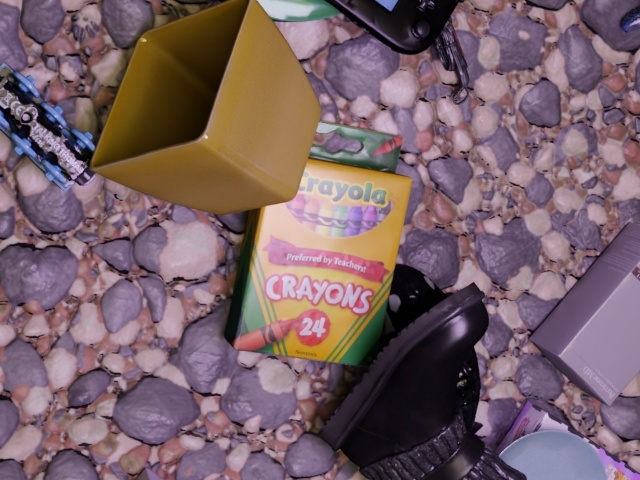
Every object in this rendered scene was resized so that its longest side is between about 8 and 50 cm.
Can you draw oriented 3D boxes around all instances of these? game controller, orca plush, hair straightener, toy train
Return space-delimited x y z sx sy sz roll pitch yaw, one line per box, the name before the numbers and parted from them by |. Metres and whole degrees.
game controller | 0.040 -0.375 1.604 0.319 0.067 0.166 34 89 -19
orca plush | 0.164 0.172 1.789 0.151 0.102 0.287 -12 102 -13
hair straightener | 0.155 -0.287 1.722 0.047 0.089 0.230 -13 109 15
toy train | -0.353 -0.138 1.594 0.184 0.105 0.080 46 79 -18

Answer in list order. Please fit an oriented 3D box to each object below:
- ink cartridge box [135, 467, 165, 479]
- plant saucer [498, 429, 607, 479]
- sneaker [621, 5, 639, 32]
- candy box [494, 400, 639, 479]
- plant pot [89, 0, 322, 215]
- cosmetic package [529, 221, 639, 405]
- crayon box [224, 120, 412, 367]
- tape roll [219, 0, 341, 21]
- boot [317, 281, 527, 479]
ink cartridge box | -0.228 0.485 1.684 0.198 0.197 0.270 40 88 -17
plant saucer | 0.312 0.357 1.819 0.195 0.037 0.195 -2 100 -14
sneaker | 0.494 -0.313 1.827 0.135 0.052 0.058 -21 108 -11
candy box | 0.345 0.357 1.887 0.196 0.070 0.165 34 89 -18
plant pot | -0.123 -0.144 1.588 0.187 0.212 0.212 38 57 -37
cosmetic package | 0.432 0.104 1.852 0.127 0.107 0.238 41 84 -20
crayon box | 0.000 0.000 1.727 0.202 0.081 0.318 9 96 -16
tape roll | -0.038 -0.441 1.646 0.321 0.077 0.321 -3 100 -16
boot | 0.179 0.242 1.693 0.260 0.131 0.348 44 127 12
